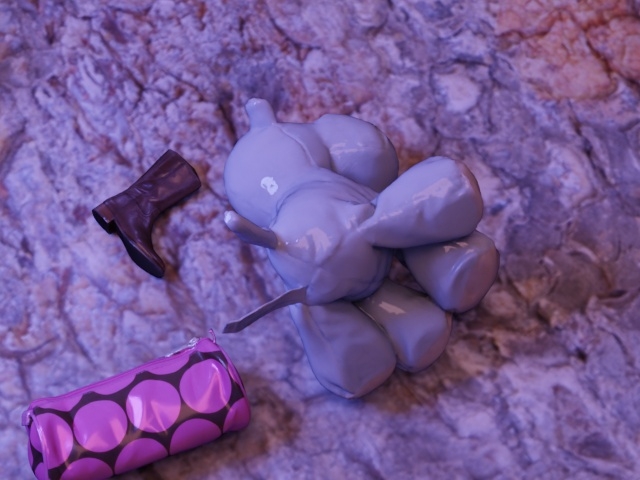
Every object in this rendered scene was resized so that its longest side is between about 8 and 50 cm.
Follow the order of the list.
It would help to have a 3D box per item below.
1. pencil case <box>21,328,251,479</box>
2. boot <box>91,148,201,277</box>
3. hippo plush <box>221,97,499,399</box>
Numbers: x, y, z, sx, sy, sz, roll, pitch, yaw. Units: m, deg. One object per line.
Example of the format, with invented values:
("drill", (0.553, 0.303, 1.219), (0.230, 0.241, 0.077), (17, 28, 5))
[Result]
("pencil case", (-0.175, 0.161, 1.808), (0.209, 0.095, 0.098), (-21, 101, -13))
("boot", (-0.153, -0.030, 1.934), (0.114, 0.037, 0.106), (-37, 72, -22))
("hippo plush", (0.000, 0.000, 1.858), (0.294, 0.234, 0.236), (-11, 33, -23))
